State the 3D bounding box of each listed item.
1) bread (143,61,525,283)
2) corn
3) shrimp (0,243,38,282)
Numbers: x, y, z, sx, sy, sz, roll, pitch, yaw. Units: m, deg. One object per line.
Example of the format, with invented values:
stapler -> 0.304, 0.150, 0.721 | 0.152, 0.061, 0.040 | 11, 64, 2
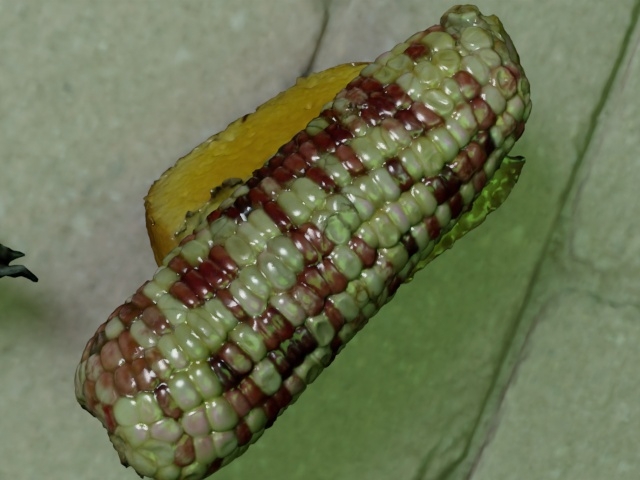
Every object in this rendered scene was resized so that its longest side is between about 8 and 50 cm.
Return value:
bread -> 0.001, -0.017, 0.902 | 0.187, 0.065, 0.103 | -35, 117, -11
corn -> 0.000, 0.000, 0.823 | 0.253, 0.086, 0.086 | -45, 121, -8
shrimp -> -0.270, 0.029, 0.777 | 0.289, 0.075, 0.178 | 10, 110, -30
